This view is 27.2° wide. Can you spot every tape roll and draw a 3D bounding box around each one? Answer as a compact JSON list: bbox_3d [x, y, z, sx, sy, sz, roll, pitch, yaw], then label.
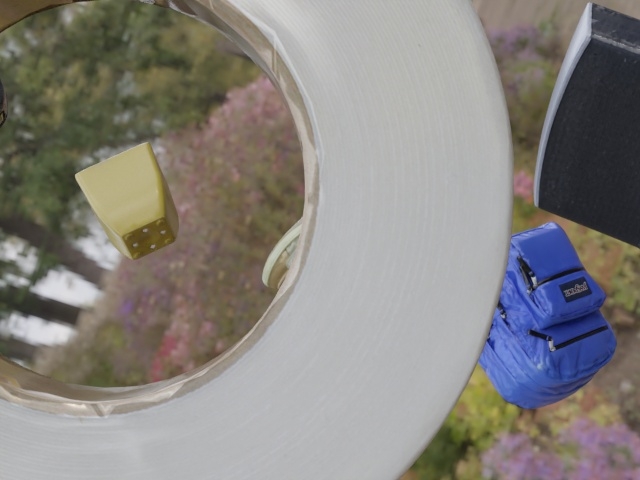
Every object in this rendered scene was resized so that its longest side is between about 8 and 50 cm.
[{"bbox_3d":[-0.104,-0.026,0.625,0.072,0.392,0.392,-142,70,-90],"label":"tape roll"}]

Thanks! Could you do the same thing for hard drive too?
[{"bbox_3d":[0.313,-0.108,1.372,0.054,0.172,0.254,-52,-20,-42],"label":"hard drive"}]

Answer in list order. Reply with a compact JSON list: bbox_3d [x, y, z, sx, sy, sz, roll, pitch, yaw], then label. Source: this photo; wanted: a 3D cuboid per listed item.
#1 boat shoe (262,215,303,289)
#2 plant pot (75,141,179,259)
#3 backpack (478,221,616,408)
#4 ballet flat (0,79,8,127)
[{"bbox_3d":[0.001,-0.001,1.228,0.153,0.048,0.056,-49,-14,26],"label":"boat shoe"},{"bbox_3d":[-0.185,-0.031,1.318,0.081,0.081,0.083,74,170,-56],"label":"plant pot"},{"bbox_3d":[0.154,0.056,0.959,0.120,0.098,0.101,63,150,17],"label":"backpack"},{"bbox_3d":[-0.253,-0.149,0.796,0.074,0.203,0.074,-28,15,8],"label":"ballet flat"}]
